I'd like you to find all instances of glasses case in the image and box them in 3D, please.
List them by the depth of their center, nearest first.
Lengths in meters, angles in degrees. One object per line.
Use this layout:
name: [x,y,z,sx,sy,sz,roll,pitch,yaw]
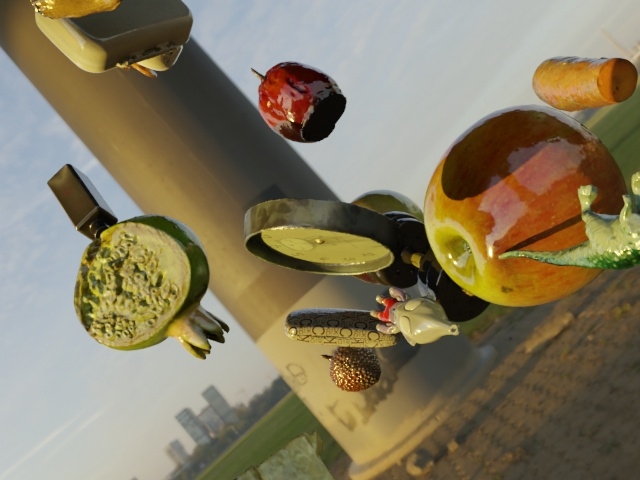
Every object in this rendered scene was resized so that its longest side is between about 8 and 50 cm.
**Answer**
glasses case: [0.069,0.261,2.067,0.137,0.355,0.085,-71,-18,-70]

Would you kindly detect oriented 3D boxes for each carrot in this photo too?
carrot: [0.610,-0.368,1.620,0.139,0.139,0.302,-43,16,5]

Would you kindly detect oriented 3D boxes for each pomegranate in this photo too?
pomegranate: [-0.353,0.116,1.532,0.310,0.358,0.216,-51,-2,2]

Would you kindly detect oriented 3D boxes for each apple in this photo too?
apple: [0.342,-0.054,1.187,0.339,0.339,0.339,-41,-7,-7]
apple: [0.187,-0.010,2.216,0.277,0.319,0.319,8,-44,-43]

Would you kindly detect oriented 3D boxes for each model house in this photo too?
model house: [-0.066,0.568,1.273,0.321,0.266,0.261,-32,-35,-20]

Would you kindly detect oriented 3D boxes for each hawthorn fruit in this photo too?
hawthorn fruit: [-0.066,-0.340,1.657,0.189,0.251,0.189,-63,-6,-11]

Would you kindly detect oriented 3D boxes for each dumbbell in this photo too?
dumbbell: [0.238,0.051,1.537,0.185,0.185,0.388,-40,32,-16]

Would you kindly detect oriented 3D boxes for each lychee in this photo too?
lychee: [0.097,0.396,2.177,0.165,0.197,0.165,17,-90,-71]

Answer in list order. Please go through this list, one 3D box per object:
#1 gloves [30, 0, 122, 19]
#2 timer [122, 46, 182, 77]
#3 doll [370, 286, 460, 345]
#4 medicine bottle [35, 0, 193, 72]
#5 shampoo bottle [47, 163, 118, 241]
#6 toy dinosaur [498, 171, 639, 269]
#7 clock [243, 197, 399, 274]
gloves: [-0.482,-0.604,1.490,0.356,0.203,0.155,-17,0,23]
timer: [-0.515,-0.622,2.052,0.240,0.233,0.233,-56,-11,16]
doll: [0.183,0.148,1.320,0.227,0.075,0.102,15,82,55]
medicine bottle: [-0.527,-0.581,1.797,0.375,0.282,0.123,-37,-15,-42]
shampoo bottle: [-0.560,-0.083,1.632,0.080,0.246,0.079,-45,-37,-1]
toy dinosaur: [0.352,-0.026,0.868,0.383,0.076,0.129,171,118,-81]
clock: [0.000,0.000,0.948,0.215,0.215,0.042,117,161,-70]
